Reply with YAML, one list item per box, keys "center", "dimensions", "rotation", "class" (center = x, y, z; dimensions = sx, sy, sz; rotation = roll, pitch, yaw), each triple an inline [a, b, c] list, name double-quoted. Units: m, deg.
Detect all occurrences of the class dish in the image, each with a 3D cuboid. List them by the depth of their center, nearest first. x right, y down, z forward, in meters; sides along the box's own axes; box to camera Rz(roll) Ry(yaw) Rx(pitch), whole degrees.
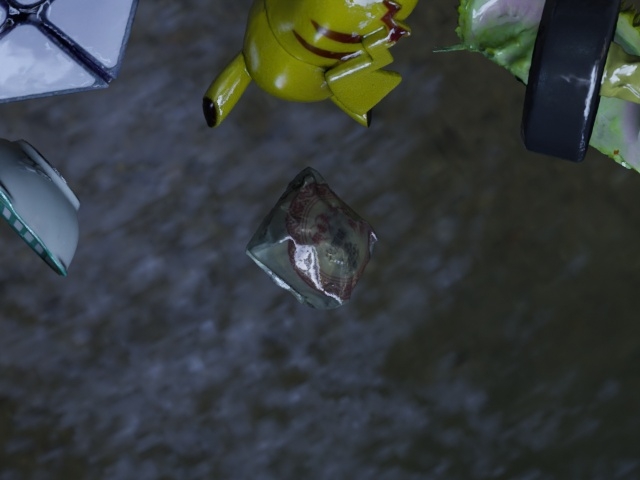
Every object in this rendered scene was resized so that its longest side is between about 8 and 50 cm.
- center: [-0.350, -0.065, 2.005]
  dimensions: [0.078, 0.246, 0.224]
  rotation: [-44, 159, -10]
  class: "dish"

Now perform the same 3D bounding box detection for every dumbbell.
- center: [0.387, -0.158, 1.830]
  dimensions: [0.322, 0.204, 0.204]
  rotation: [14, 145, 10]
  class: "dumbbell"

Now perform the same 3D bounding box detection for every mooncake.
- center: [0.000, 0.000, 1.892]
  dimensions: [0.073, 0.130, 0.125]
  rotation: [-21, -150, 52]
  class: "mooncake"

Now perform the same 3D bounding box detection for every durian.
- center: [0.313, -0.240, 2.154]
  dimensions: [0.169, 0.355, 0.157]
  rotation: [-51, 154, -5]
  class: "durian"

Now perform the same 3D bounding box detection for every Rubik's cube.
- center: [-0.327, -0.295, 1.649]
  dimensions: [0.255, 0.260, 0.259]
  rotation: [-12, 146, -29]
  class: "Rubik's cube"

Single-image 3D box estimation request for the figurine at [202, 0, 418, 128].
- center: [0.013, -0.252, 2.015]
  dimensions: [0.218, 0.169, 0.327]
  rotation: [7, 153, -24]
  class: "figurine"
